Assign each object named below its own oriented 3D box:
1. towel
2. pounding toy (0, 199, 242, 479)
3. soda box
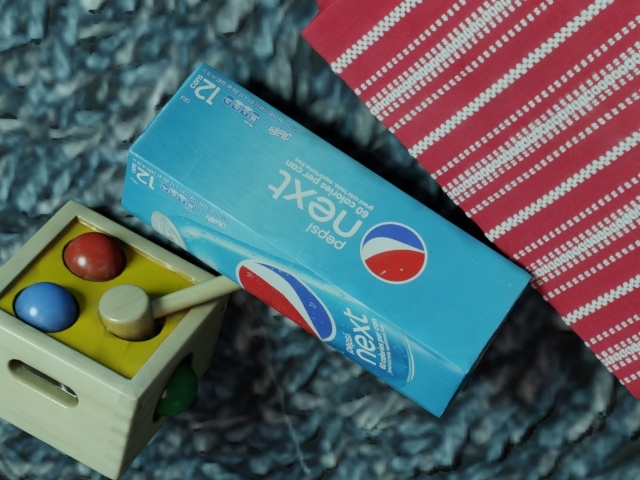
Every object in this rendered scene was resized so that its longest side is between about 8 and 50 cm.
[{"bbox_3d":[0.128,-0.059,0.894,0.275,0.031,0.199,48,142,-2],"label":"towel"},{"bbox_3d":[-0.107,0.046,1.033,0.141,0.130,0.100,27,133,11],"label":"pounding toy"},{"bbox_3d":[0.000,0.000,0.974,0.210,0.071,0.067,33,152,8],"label":"soda box"}]
